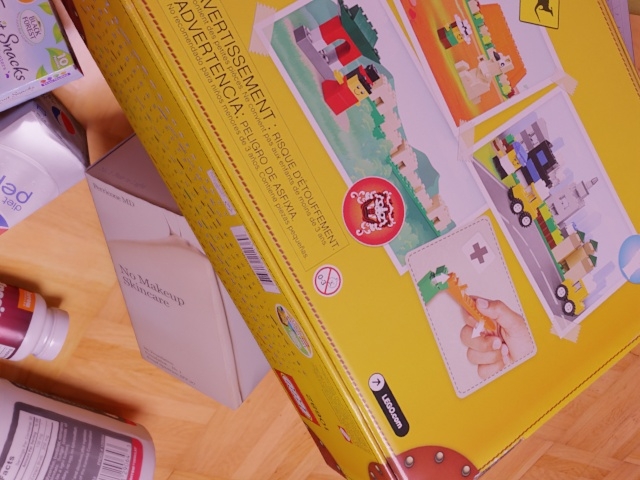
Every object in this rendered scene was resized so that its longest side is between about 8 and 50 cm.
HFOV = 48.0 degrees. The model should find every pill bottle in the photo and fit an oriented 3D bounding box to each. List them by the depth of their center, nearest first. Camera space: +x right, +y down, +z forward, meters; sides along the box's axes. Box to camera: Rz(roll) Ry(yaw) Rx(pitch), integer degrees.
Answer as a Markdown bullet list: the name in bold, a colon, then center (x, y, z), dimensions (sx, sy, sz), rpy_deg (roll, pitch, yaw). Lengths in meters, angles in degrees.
- **pill bottle**: center (-0.383, 0.092, 0.849), dimensions (0.152, 0.086, 0.086), rpy_deg (24, 113, -34)
- **pill bottle**: center (-0.390, 0.279, 0.923), dimensions (0.318, 0.176, 0.176), rpy_deg (32, 109, -35)

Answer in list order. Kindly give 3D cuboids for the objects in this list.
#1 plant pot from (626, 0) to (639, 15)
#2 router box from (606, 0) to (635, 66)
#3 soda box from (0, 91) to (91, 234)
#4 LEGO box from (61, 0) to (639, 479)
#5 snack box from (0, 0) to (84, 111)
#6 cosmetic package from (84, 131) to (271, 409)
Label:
- **plant pot**: center (0.396, -0.317, 0.843), dimensions (0.095, 0.134, 0.134), rpy_deg (-18, 131, 13)
- **router box**: center (0.233, -0.188, 0.892), dimensions (0.301, 0.082, 0.335), rpy_deg (-28, 130, 0)
- **soda box**: center (-0.381, -0.044, 0.744), dimensions (0.286, 0.098, 0.091), rpy_deg (-33, 130, 3)
- **LEGO box**: center (0.070, -0.090, 0.625), dimensions (0.372, 0.193, 0.500), rpy_deg (-31, 100, -20)
- **snack box**: center (-0.311, -0.176, 0.678), dimensions (0.141, 0.037, 0.100), rpy_deg (-24, 85, -4)
- **cosmetic package**: center (-0.141, 0.037, 0.819), dimensions (0.113, 0.160, 0.310), rpy_deg (-49, 149, -36)
